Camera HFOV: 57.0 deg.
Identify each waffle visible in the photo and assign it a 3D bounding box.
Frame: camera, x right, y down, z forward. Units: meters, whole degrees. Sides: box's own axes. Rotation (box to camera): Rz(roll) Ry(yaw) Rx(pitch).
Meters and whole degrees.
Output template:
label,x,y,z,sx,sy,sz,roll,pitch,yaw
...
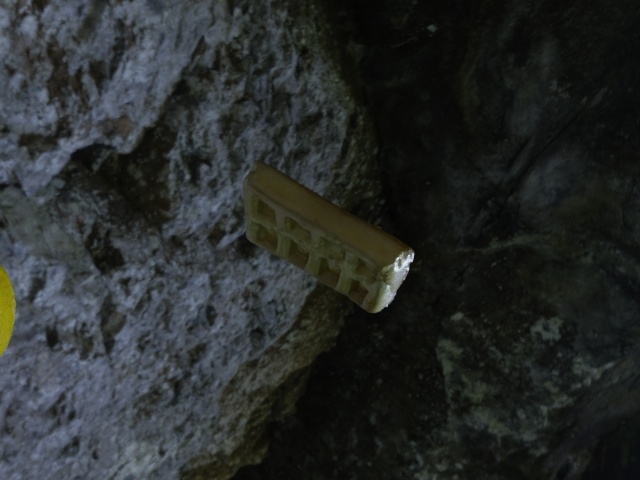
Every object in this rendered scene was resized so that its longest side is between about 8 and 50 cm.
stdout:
label,x,y,z,sx,sy,sz,roll,pitch,yaw
waffle,0.000,0.000,0.887,0.274,0.057,0.168,31,-27,11

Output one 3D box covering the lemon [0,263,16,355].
label,x,y,z,sx,sy,sz,roll,pitch,yaw
lemon,-0.563,0.097,0.838,0.228,0.228,0.253,28,-41,16
